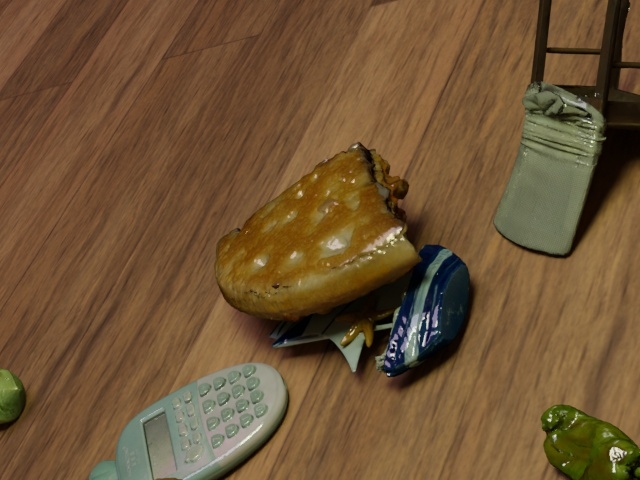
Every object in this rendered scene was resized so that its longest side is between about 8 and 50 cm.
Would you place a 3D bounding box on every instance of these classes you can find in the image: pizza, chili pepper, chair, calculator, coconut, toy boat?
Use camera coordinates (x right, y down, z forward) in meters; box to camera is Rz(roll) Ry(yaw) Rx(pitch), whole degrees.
[{"bbox_3d":[0.000,0.000,1.867,0.409,0.114,0.277,-8,39,47],"label":"pizza"},{"bbox_3d":[0.289,0.224,1.426,0.072,0.073,0.204,-58,23,-1],"label":"chili pepper"},{"bbox_3d":[0.346,-0.148,1.793,0.186,0.319,0.160,-2,16,-34],"label":"chair"},{"bbox_3d":[-0.172,0.257,1.841,0.295,0.042,0.184,-30,33,5],"label":"calculator"},{"bbox_3d":[-0.481,0.232,2.122,0.096,0.088,0.088,-22,35,30],"label":"coconut"},{"bbox_3d":[0.056,0.101,1.816,0.291,0.067,0.220,-16,36,38],"label":"toy boat"}]

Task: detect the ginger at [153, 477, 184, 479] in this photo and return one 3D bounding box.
[{"bbox_3d":[-0.146,0.375,1.583,0.221,0.130,0.275,-4,48,-22],"label":"ginger"}]
